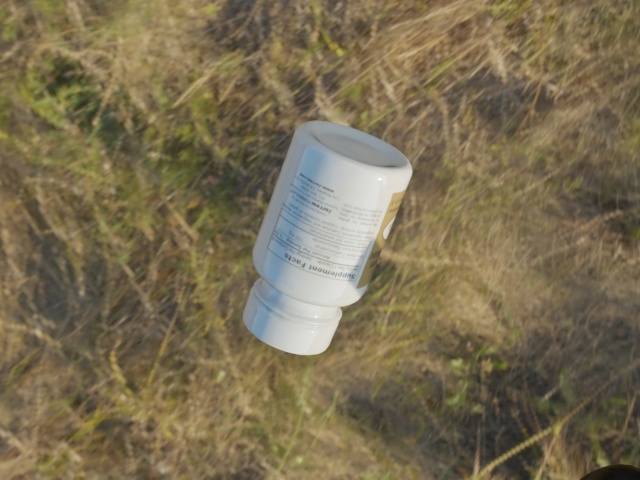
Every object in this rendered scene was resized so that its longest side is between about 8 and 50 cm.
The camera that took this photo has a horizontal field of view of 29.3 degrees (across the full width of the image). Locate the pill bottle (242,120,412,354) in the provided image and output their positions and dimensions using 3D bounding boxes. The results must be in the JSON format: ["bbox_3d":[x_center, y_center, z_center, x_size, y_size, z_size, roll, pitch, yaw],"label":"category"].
[{"bbox_3d":[0.000,0.000,1.306,0.131,0.131,0.229,24,111,8],"label":"pill bottle"}]

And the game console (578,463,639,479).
[{"bbox_3d":[0.221,0.256,0.532,0.213,0.044,0.361,-46,65,25],"label":"game console"}]
